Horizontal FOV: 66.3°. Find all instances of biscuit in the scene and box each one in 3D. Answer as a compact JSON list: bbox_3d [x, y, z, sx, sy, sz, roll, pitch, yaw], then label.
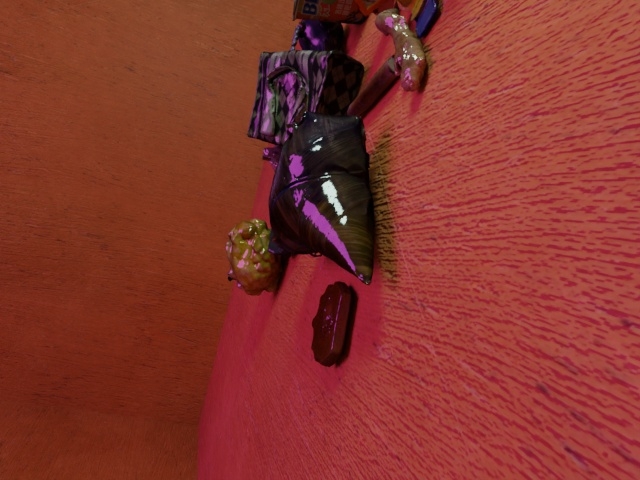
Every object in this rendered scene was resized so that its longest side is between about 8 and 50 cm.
[{"bbox_3d":[0.021,0.183,1.080,0.215,0.034,0.182,149,134,-73],"label":"biscuit"}]

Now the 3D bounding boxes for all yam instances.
[{"bbox_3d":[0.122,-0.354,1.166,0.264,0.046,0.046,150,132,-68],"label":"yam"}]

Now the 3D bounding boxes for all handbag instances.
[{"bbox_3d":[-0.104,-0.060,1.693,0.175,0.089,0.270,-48,30,45],"label":"handbag"},{"bbox_3d":[-0.073,-0.410,1.495,0.416,0.180,0.316,28,106,53],"label":"handbag"}]

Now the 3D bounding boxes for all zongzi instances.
[{"bbox_3d":[0.000,0.000,1.069,0.403,0.208,0.431,113,151,-51],"label":"zongzi"}]

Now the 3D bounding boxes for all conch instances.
[{"bbox_3d":[-0.111,-0.274,1.743,0.245,0.179,0.162,50,136,50],"label":"conch"}]

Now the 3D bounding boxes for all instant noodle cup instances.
[{"bbox_3d":[0.042,-0.792,1.480,0.296,0.214,0.296,-171,90,-82],"label":"instant noodle cup"}]

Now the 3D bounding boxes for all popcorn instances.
[{"bbox_3d":[-0.242,0.062,1.823,0.252,0.215,0.286,-175,82,-74],"label":"popcorn"}]

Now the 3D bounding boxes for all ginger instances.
[{"bbox_3d":[0.165,-0.399,1.004,0.089,0.075,0.287,103,162,-46],"label":"ginger"}]

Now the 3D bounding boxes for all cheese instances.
[{"bbox_3d":[0.198,-0.525,1.005,0.156,0.064,0.249,124,146,-59],"label":"cheese"}]

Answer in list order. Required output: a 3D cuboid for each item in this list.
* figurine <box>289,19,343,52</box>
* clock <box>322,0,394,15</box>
[{"bbox_3d":[-0.003,-0.673,1.705,0.175,0.197,0.264,-16,44,24],"label":"figurine"},{"bbox_3d":[0.122,-0.667,1.139,0.106,0.220,0.255,-95,16,-54],"label":"clock"}]
